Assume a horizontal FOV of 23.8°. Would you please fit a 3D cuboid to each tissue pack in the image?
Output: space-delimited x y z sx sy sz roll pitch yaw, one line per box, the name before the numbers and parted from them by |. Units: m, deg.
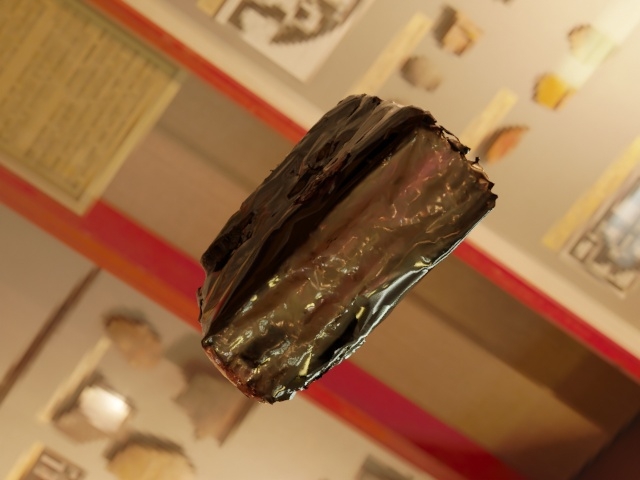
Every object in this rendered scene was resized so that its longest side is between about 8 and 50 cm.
tissue pack | 0.000 0.000 1.205 0.245 0.123 0.332 -44 -173 1
